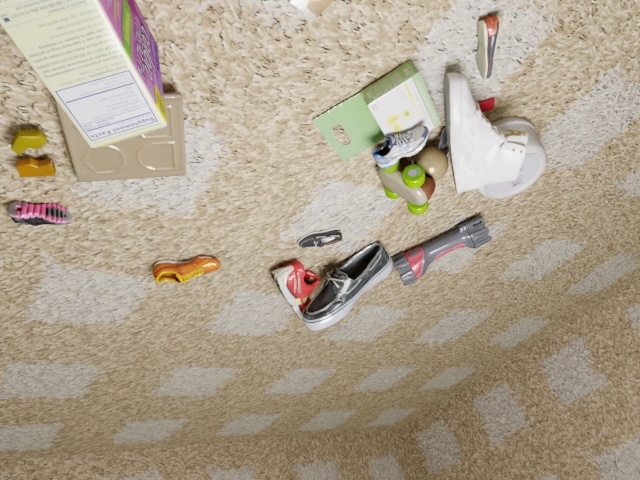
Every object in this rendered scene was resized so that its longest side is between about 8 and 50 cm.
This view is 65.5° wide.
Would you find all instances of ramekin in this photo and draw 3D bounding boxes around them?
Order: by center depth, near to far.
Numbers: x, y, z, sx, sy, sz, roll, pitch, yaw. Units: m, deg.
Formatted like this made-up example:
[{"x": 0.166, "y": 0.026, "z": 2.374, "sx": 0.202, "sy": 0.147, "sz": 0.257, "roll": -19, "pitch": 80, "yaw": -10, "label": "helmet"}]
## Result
[{"x": 0.470, "y": -0.200, "z": 1.268, "sx": 0.207, "sy": 0.109, "sz": 0.207, "roll": -13, "pitch": 144, "yaw": -9, "label": "ramekin"}]

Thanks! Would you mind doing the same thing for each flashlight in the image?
[{"x": 0.378, "y": 0.036, "z": 1.555, "sx": 0.304, "sy": 0.103, "sz": 0.103, "roll": -25, "pitch": 170, "yaw": 7, "label": "flashlight"}]

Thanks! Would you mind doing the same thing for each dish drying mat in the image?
[{"x": 0.365, "y": -0.310, "z": 1.161, "sx": 0.084, "sy": 0.008, "sz": 0.032, "roll": -14, "pitch": 144, "yaw": -4, "label": "dish drying mat"}]

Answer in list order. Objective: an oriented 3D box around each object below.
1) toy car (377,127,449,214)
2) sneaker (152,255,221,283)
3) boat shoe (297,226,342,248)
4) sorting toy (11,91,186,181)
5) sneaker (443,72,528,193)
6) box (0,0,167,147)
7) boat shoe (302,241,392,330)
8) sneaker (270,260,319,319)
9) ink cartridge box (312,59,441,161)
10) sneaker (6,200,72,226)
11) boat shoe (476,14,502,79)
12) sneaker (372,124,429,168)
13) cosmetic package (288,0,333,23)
[{"x": 0.247, "y": -0.186, "z": 1.206, "sx": 0.188, "sy": 0.149, "sz": 0.155, "roll": -46, "pitch": 152, "yaw": -10, "label": "toy car"}, {"x": -0.350, "y": 0.084, "z": 1.316, "sx": 0.175, "sy": 0.067, "sz": 0.064, "roll": -9, "pitch": 142, "yaw": -16, "label": "sneaker"}, {"x": 0.000, "y": 0.000, "z": 1.385, "sx": 0.125, "sy": 0.038, "sz": 0.046, "roll": -15, "pitch": 144, "yaw": -5, "label": "boat shoe"}, {"x": -0.417, "y": -0.194, "z": 0.943, "sx": 0.308, "sy": 0.041, "sz": 0.229, "roll": -6, "pitch": 147, "yaw": -17, "label": "sorting toy"}, {"x": 0.367, "y": -0.246, "z": 1.100, "sx": 0.169, "sy": 0.108, "sz": 0.292, "roll": -9, "pitch": 130, "yaw": 14, "label": "sneaker"}, {"x": -0.322, "y": -0.297, "z": 0.689, "sx": 0.118, "sy": 0.213, "sz": 0.242, "roll": -17, "pitch": 144, "yaw": -2, "label": "box"}, {"x": 0.066, "y": 0.124, "z": 1.485, "sx": 0.335, "sy": 0.121, "sz": 0.119, "roll": -41, "pitch": 128, "yaw": -16, "label": "boat shoe"}, {"x": -0.051, "y": 0.153, "z": 1.519, "sx": 0.118, "sy": 0.107, "sz": 0.279, "roll": -30, "pitch": 148, "yaw": -2, "label": "sneaker"}, {"x": 0.126, "y": -0.259, "z": 1.084, "sx": 0.235, "sy": 0.056, "sz": 0.171, "roll": -30, "pitch": 144, "yaw": 12, "label": "ink cartridge box"}, {"x": -0.592, "y": -0.049, "z": 1.053, "sx": 0.120, "sy": 0.047, "sz": 0.057, "roll": 9, "pitch": 144, "yaw": -22, "label": "sneaker"}, {"x": 0.345, "y": -0.390, "z": 1.013, "sx": 0.043, "sy": 0.049, "sz": 0.137, "roll": -21, "pitch": 140, "yaw": 0, "label": "boat shoe"}, {"x": 0.172, "y": -0.208, "z": 1.084, "sx": 0.135, "sy": 0.052, "sz": 0.058, "roll": -34, "pitch": 139, "yaw": 22, "label": "sneaker"}, {"x": 0.002, "y": -0.423, "z": 0.816, "sx": 0.115, "sy": 0.041, "sz": 0.060, "roll": -37, "pitch": 140, "yaw": 24, "label": "cosmetic package"}]
